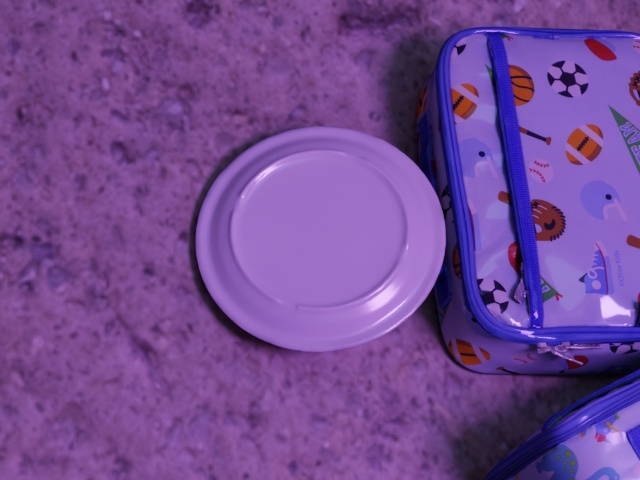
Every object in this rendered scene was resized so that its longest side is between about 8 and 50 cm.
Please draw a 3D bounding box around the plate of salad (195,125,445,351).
[{"bbox_3d":[0.000,0.000,1.340,0.200,0.048,0.200,-1,64,1],"label":"plate of salad"}]

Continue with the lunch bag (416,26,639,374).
[{"bbox_3d":[0.197,-0.030,1.393,0.243,0.115,0.303,2,65,-15],"label":"lunch bag"}]

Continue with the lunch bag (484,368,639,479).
[{"bbox_3d":[0.247,0.153,1.289,0.219,0.176,0.090,-22,76,-25],"label":"lunch bag"}]
